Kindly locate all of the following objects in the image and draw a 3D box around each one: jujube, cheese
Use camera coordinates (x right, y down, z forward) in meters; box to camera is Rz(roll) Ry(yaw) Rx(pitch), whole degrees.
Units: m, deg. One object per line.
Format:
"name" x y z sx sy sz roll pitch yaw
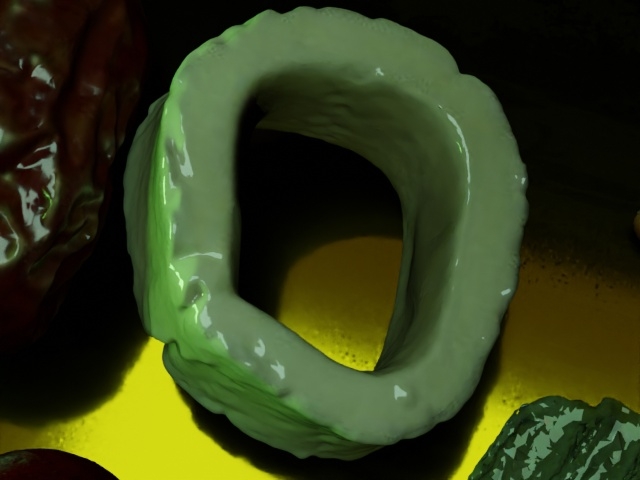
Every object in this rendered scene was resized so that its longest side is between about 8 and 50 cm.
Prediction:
"jujube" -0.283 -0.096 1.320 0.276 0.276 0.377 10 59 7
"cheese" -0.003 0.000 1.274 0.292 0.153 0.332 9 70 -16

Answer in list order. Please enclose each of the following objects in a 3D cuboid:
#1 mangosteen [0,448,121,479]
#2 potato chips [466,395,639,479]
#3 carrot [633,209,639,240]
"mangosteen" -0.241 0.254 1.222 0.257 0.215 0.215 12 67 41
"potato chips" 0.226 0.328 1.221 0.358 0.070 0.429 28 76 6
"carrot" 0.321 0.047 1.342 0.037 0.037 0.190 -33 73 -9
